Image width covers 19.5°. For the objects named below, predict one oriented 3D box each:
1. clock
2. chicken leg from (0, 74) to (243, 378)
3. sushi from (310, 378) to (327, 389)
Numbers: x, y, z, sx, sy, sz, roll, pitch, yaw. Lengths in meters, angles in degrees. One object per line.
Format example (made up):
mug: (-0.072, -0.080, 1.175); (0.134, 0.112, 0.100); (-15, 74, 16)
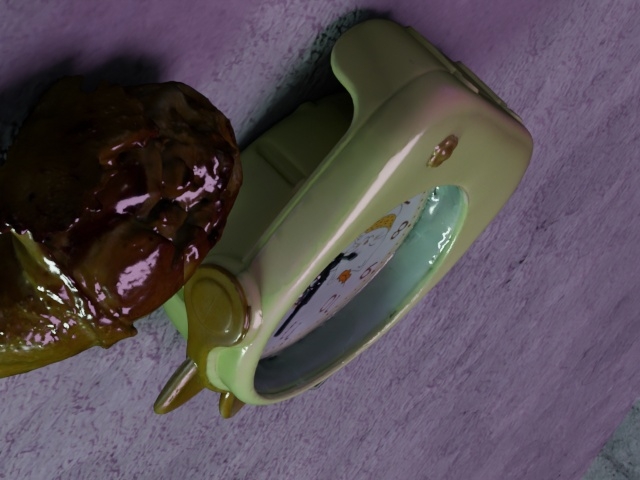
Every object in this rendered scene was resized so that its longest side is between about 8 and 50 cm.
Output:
clock: (0.000, 0.000, 1.460); (0.348, 0.117, 0.286); (-47, 161, 9)
chicken leg: (-0.184, 0.027, 1.111); (0.361, 0.140, 0.211); (-39, 168, -27)
sushi: (0.030, 0.063, 1.774); (0.201, 0.031, 0.139); (-46, 161, 12)
